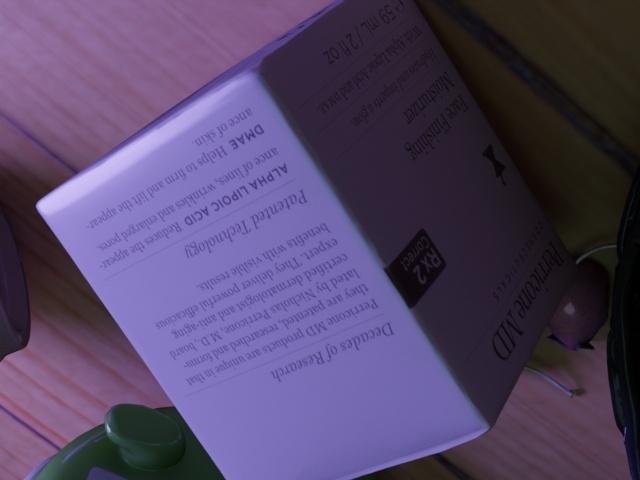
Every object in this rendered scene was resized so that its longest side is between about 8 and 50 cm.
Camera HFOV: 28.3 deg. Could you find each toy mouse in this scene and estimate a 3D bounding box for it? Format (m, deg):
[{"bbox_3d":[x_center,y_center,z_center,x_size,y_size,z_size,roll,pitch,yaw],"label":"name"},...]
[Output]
[{"bbox_3d":[0.109,0.048,0.711,0.161,0.031,0.143,-14,122,31],"label":"toy mouse"}]

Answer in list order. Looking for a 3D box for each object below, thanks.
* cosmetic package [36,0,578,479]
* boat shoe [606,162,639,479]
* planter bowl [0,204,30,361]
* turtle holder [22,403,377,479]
[{"bbox_3d":[0.000,0.000,0.610,0.151,0.151,0.183,-27,103,36],"label":"cosmetic package"},{"bbox_3d":[0.199,0.005,0.581,0.127,0.113,0.340,18,133,7],"label":"boat shoe"},{"bbox_3d":[-0.240,0.029,0.769,0.109,0.162,0.162,-13,127,-3],"label":"planter bowl"},{"bbox_3d":[-0.069,0.239,0.840,0.320,0.243,0.227,-1,160,-29],"label":"turtle holder"}]
